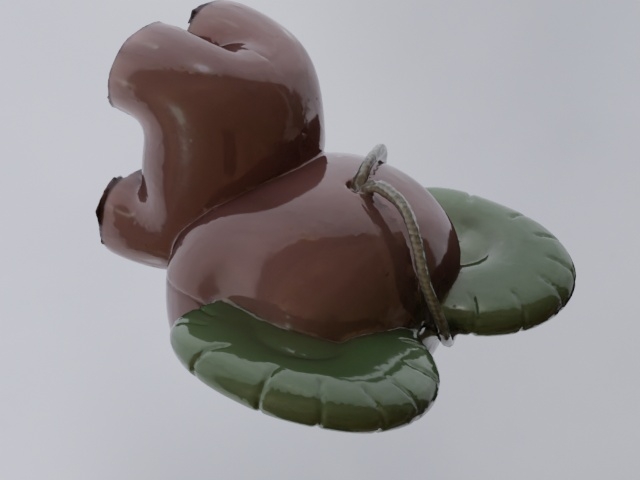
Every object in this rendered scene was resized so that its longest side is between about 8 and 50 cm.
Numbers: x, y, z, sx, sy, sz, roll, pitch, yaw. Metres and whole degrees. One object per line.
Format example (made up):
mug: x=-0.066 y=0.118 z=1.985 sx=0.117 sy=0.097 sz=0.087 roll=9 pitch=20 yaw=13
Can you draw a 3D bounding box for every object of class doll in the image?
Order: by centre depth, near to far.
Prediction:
doll: x=0.000 y=0.000 z=0.961 sx=0.284 sy=0.268 sz=0.216 roll=-32 pitch=-41 yaw=-45
